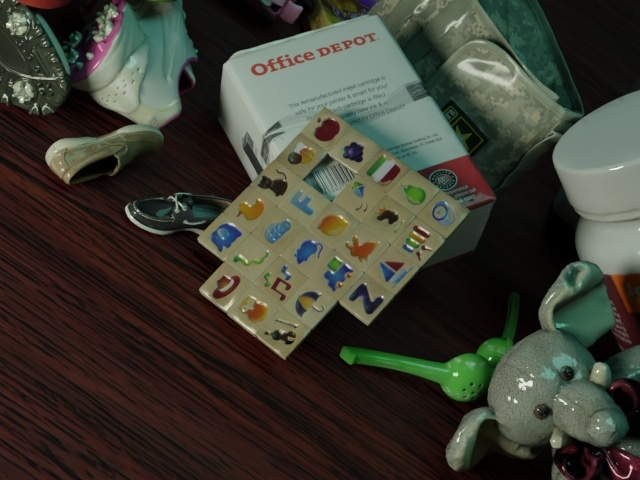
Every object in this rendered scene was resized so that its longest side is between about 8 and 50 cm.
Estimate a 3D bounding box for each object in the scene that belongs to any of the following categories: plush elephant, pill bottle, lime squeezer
[{"bbox_3d":[0.284,0.178,1.631,0.255,0.272,0.330,24,3,-37],"label":"plush elephant"},{"bbox_3d":[0.416,0.038,1.796,0.392,0.224,0.224,62,30,-21],"label":"pill bottle"},{"bbox_3d":[0.158,0.126,1.766,0.110,0.059,0.310,26,27,35],"label":"lime squeezer"}]

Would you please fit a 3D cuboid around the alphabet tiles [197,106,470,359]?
[{"bbox_3d":[0.000,0.000,1.629,0.198,0.009,0.237,37,74,21],"label":"alphabet tiles"}]

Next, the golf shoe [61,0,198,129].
[{"bbox_3d":[-0.194,-0.231,1.792,0.140,0.115,0.306,42,35,-23],"label":"golf shoe"}]

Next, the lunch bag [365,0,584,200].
[{"bbox_3d":[0.162,-0.174,1.917,0.169,0.235,0.287,11,44,-42],"label":"lunch bag"}]

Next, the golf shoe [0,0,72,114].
[{"bbox_3d":[-0.333,-0.246,1.672,0.273,0.105,0.120,48,31,10],"label":"golf shoe"}]

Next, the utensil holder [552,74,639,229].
[{"bbox_3d":[0.534,-0.043,2.037,0.385,0.327,0.327,37,36,-2],"label":"utensil holder"}]

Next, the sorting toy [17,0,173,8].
[{"bbox_3d":[-0.185,-0.332,1.686,0.365,0.126,0.127,-12,59,-45],"label":"sorting toy"}]

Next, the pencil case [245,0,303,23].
[{"bbox_3d":[-0.132,-0.377,1.973,0.284,0.124,0.124,32,37,-13],"label":"pencil case"}]

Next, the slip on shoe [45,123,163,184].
[{"bbox_3d":[-0.212,-0.085,1.646,0.135,0.051,0.041,-10,53,-43],"label":"slip on shoe"}]

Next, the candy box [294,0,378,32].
[{"bbox_3d":[0.062,-0.270,2.086,0.186,0.053,0.109,9,46,-33],"label":"candy box"}]

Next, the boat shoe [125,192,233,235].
[{"bbox_3d":[-0.139,-0.030,1.665,0.125,0.038,0.046,10,45,-35],"label":"boat shoe"}]

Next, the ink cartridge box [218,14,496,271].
[{"bbox_3d":[0.032,-0.092,1.762,0.197,0.114,0.273,-19,63,-20],"label":"ink cartridge box"}]
